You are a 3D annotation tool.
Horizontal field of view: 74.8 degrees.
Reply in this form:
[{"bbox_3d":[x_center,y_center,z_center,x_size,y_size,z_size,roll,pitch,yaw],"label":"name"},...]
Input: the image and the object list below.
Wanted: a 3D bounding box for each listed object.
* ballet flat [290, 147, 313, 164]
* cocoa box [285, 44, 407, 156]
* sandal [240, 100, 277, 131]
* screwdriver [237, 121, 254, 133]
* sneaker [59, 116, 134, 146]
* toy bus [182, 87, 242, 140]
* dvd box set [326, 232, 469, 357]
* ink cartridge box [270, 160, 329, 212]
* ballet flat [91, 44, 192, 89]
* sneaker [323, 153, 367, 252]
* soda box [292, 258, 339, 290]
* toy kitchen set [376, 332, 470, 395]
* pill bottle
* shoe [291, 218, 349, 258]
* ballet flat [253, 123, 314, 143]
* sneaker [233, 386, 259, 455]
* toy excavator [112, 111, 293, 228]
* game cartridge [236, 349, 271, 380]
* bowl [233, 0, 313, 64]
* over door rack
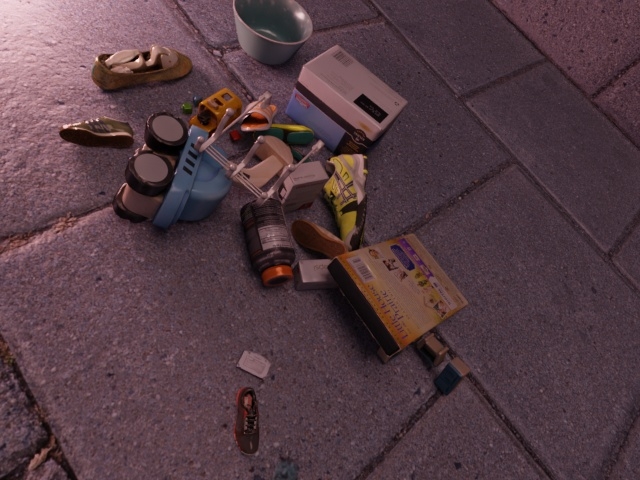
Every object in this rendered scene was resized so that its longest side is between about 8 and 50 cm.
[{"bbox_3d":[-0.054,-0.288,1.485,0.114,0.041,0.041,44,55,4],"label":"ballet flat"},{"bbox_3d":[0.091,-0.487,1.540,0.347,0.228,0.231,40,54,2],"label":"cocoa box"},{"bbox_3d":[-0.211,-0.441,1.428,0.102,0.076,0.265,-1,34,7],"label":"sandal"},{"bbox_3d":[-0.288,-0.413,1.471,0.170,0.025,0.024,24,56,2],"label":"screwdriver"},{"bbox_3d":[-0.658,-0.328,1.240,0.192,0.064,0.086,0,55,-23],"label":"sneaker"},{"bbox_3d":[-0.354,-0.419,1.383,0.191,0.104,0.201,0,62,-19],"label":"toy bus"},{"bbox_3d":[0.250,0.141,1.275,0.421,0.062,0.307,-15,63,-46],"label":"dvd box set"},{"bbox_3d":[-0.068,-0.167,1.325,0.128,0.175,0.072,-15,70,-29],"label":"ink cartridge box"},{"bbox_3d":[-0.575,-0.587,1.384,0.349,0.123,0.123,-29,77,-33],"label":"ballet flat"},{"bbox_3d":[0.082,-0.127,1.412,0.147,0.145,0.384,3,57,2],"label":"sneaker"},{"bbox_3d":[0.029,0.103,1.281,0.217,0.069,0.073,-2,63,-23],"label":"soda box"},{"bbox_3d":[0.290,0.372,1.234,0.166,0.122,0.207,-23,53,-31],"label":"toy kitchen set"},{"bbox_3d":[-0.149,0.008,1.221,0.131,0.130,0.245,-5,65,-25],"label":"pill bottle"},{"bbox_3d":[0.000,0.000,1.305,0.219,0.076,0.058,32,13,28],"label":"shoe"},{"bbox_3d":[-0.135,-0.381,1.488,0.231,0.077,0.077,-5,44,-26],"label":"ballet flat"},{"bbox_3d":[-0.176,0.433,1.010,0.061,0.065,0.157,-1,63,-23],"label":"sneaker"},{"bbox_3d":[-0.316,-0.196,1.247,0.446,0.222,0.432,24,54,-26],"label":"toy excavator"},{"bbox_3d":[-0.173,0.325,1.102,0.083,0.017,0.055,29,59,-6],"label":"game cartridge"},{"bbox_3d":[-0.201,-0.817,1.642,0.312,0.163,0.311,10,60,-18],"label":"bowl"},{"bbox_3d":[-0.152,-0.277,1.169,0.239,0.108,0.324,43,54,-3],"label":"over door rack"}]
